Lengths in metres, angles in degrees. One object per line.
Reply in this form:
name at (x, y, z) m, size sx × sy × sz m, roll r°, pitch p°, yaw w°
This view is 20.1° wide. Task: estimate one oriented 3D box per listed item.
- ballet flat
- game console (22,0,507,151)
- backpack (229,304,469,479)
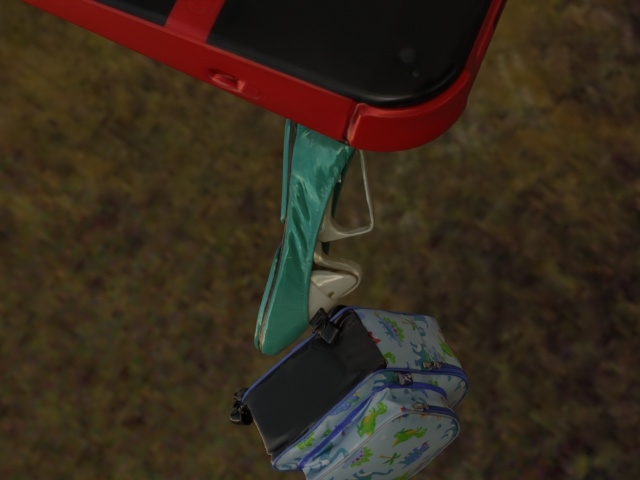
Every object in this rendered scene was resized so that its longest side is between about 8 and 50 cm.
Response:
ballet flat at (0.000, 0.000, 1.571) m, size 0.083 × 0.087 × 0.247 m, roll -53°, pitch -26°, yaw -66°
game console at (-0.013, -0.269, 1.231) m, size 0.060 × 0.342 × 0.387 m, roll 105°, pitch -173°, yaw -64°
backpack at (0.029, 0.094, 1.025) m, size 0.105 × 0.114 × 0.084 m, roll -45°, pitch 62°, yaw 29°
